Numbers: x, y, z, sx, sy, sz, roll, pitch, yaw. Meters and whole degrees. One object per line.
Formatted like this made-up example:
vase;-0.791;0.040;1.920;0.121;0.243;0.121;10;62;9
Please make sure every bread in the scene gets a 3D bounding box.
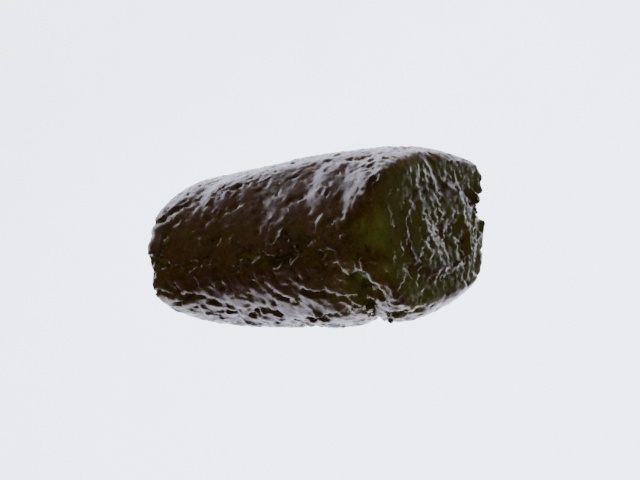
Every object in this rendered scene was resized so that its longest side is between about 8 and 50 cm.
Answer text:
bread;0.000;0.000;0.685;0.172;0.132;0.103;-4;-85;34
